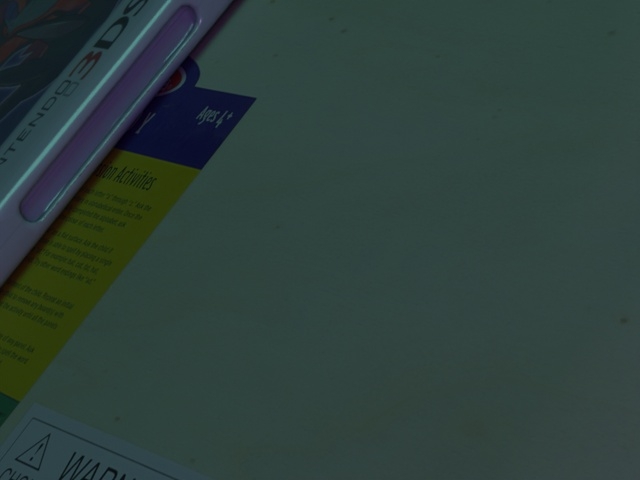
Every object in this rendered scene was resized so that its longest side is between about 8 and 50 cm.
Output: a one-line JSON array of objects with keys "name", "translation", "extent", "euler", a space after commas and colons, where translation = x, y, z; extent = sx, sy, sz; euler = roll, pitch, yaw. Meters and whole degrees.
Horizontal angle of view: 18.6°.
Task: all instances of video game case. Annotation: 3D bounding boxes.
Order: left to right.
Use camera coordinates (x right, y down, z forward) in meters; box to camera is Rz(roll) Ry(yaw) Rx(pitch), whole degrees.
[{"name": "video game case", "translation": [-0.123, -0.057, 0.695], "extent": [0.183, 0.023, 0.201], "euler": [-53, 33, -15]}]

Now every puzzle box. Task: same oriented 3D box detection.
[{"name": "puzzle box", "translation": [0.000, 0.000, 0.569], "extent": [0.409, 0.052, 0.272], "euler": [15, 64, 53]}]
